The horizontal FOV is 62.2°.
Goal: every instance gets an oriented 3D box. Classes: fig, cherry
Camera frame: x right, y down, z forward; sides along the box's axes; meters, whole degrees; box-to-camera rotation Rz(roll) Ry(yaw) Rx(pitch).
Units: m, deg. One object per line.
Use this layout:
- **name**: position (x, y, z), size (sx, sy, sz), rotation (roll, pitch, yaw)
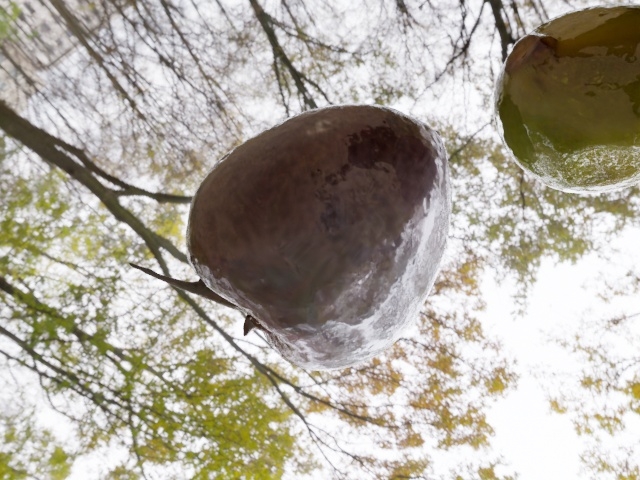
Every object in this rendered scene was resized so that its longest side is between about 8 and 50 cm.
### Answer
- **fig**: position (0.198, -0.099, 0.373), size (0.153, 0.121, 0.136), rotation (-25, -145, -14)
- **cherry**: position (0.000, 0.000, 0.448), size (0.266, 0.213, 0.183), rotation (-38, -144, 2)
